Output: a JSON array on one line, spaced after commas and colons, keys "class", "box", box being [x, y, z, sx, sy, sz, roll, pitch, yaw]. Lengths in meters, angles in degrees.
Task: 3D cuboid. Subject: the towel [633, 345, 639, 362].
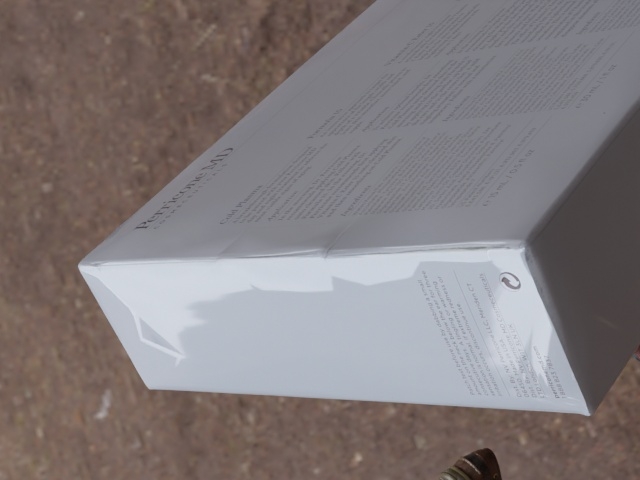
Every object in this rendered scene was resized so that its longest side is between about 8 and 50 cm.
[{"class": "towel", "box": [0.404, -0.059, 1.433, 0.271, 0.370, 0.040, 45, -177, -12]}]

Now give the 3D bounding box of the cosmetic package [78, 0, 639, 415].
[{"class": "cosmetic package", "box": [0.093, -0.062, 0.773, 0.284, 0.377, 0.097, 0, 124, 42]}]

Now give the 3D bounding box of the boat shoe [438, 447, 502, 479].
[{"class": "boat shoe", "box": [0.177, 0.280, 1.446, 0.064, 0.060, 0.178, 32, 155, 45]}]
